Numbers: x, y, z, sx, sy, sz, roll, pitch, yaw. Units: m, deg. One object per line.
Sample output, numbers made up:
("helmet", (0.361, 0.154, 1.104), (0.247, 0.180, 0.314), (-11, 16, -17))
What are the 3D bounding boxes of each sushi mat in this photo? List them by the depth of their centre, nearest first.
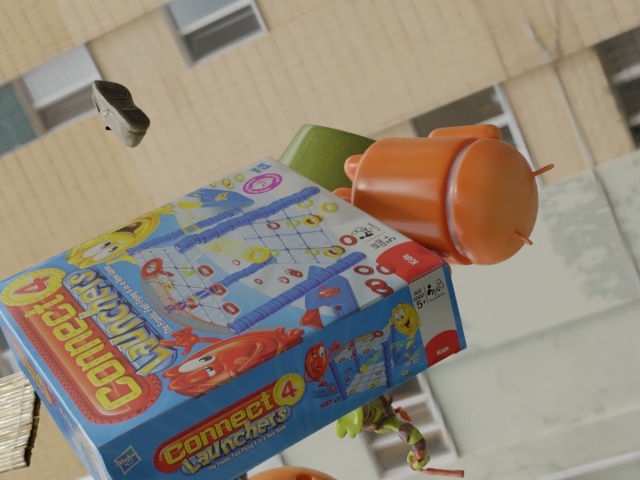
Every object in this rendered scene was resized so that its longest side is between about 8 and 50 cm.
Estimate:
("sushi mat", (-0.527, 0.284, 1.599), (0.019, 0.316, 0.151), (49, -151, -46))

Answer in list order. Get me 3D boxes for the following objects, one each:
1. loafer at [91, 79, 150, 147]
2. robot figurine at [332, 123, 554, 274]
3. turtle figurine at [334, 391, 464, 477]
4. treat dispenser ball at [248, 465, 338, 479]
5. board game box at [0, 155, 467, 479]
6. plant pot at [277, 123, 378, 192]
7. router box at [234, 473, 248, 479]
("loafer", (-0.289, -0.180, 1.600), (0.056, 0.050, 0.148), (3, -149, -34))
("robot figurine", (0.119, -0.038, 1.117), (0.158, 0.219, 0.128), (-29, -65, -50))
("turtle figurine", (0.068, 0.242, 1.559), (0.269, 0.087, 0.217), (29, -178, 29))
("treat dispenser ball", (-0.048, 0.507, 1.813), (0.288, 0.288, 0.288), (49, -151, -41))
("board game box", (-0.091, 0.064, 0.957), (0.308, 0.302, 0.086), (33, 144, 53))
("plant pot", (0.000, 0.000, 1.541), (0.275, 0.274, 0.294), (14, -90, -64))
("router box", (-0.120, 0.213, 1.185), (0.122, 0.038, 0.092), (48, -151, -54))
